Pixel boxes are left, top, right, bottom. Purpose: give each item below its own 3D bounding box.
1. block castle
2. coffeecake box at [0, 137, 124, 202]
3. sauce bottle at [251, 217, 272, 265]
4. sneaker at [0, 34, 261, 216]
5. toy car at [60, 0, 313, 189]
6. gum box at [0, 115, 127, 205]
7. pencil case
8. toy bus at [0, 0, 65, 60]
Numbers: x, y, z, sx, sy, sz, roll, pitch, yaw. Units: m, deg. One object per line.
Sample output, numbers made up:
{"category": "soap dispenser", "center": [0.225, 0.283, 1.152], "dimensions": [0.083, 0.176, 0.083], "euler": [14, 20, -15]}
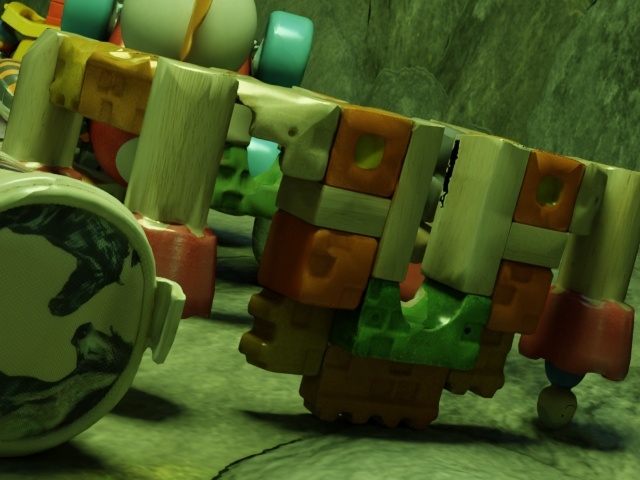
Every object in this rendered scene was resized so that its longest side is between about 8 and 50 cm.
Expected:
{"category": "block castle", "center": [0.000, 0.000, 1.199], "dimensions": [0.453, 0.213, 0.303], "euler": [11, 6, -34]}
{"category": "coffeecake box", "center": [-0.281, -0.039, 1.411], "dimensions": [0.142, 0.068, 0.185], "euler": [20, 11, 21]}
{"category": "sauce bottle", "center": [0.002, -0.026, 1.629], "dimensions": [0.111, 0.111, 0.344], "euler": [15, 10, 3]}
{"category": "sneaker", "center": [-0.154, -0.153, 1.559], "dimensions": [0.321, 0.180, 0.124], "euler": [17, 24, -36]}
{"category": "toy car", "center": [-0.118, -0.152, 1.357], "dimensions": [0.219, 0.210, 0.238], "euler": [15, -11, -6]}
{"category": "gum box", "center": [-0.260, -0.083, 1.658], "dimensions": [0.188, 0.062, 0.107], "euler": [28, 16, 32]}
{"category": "pencil case", "center": [-0.248, -0.006, 0.990], "dimensions": [0.183, 0.160, 0.410], "euler": [-10, 21, -32]}
{"category": "toy bus", "center": [-0.345, -0.229, 2.005], "dimensions": [0.220, 0.211, 0.149], "euler": [13, 11, 4]}
